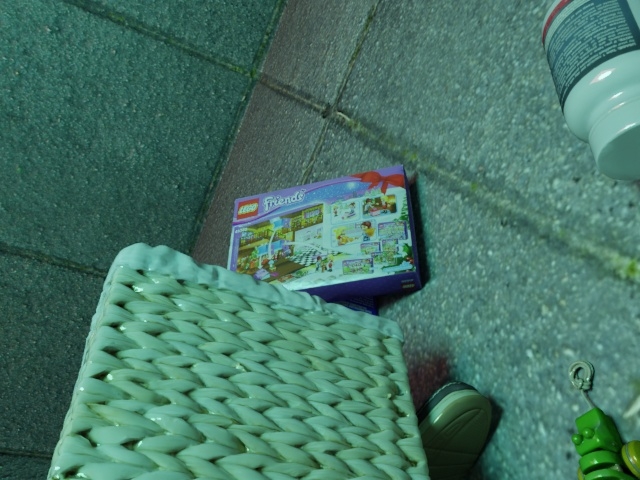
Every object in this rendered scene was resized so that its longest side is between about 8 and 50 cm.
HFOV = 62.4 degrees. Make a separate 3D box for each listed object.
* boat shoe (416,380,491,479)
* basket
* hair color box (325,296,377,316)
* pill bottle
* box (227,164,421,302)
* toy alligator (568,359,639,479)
[{"bbox_3d":[0.092,0.263,0.610,0.285,0.103,0.092,-69,27,24],"label":"boat shoe"},{"bbox_3d":[-0.105,0.236,0.537,0.266,0.331,0.328,-97,30,-57],"label":"basket"},{"bbox_3d":[0.004,0.150,0.878,0.185,0.110,0.338,-45,34,44],"label":"hair color box"},{"bbox_3d":[0.274,-0.150,0.484,0.108,0.108,0.180,-43,36,49],"label":"pill bottle"},{"bbox_3d":[0.000,0.000,0.827,0.293,0.057,0.201,-10,54,15],"label":"box"},{"bbox_3d":[0.228,0.176,0.425,0.056,0.051,0.189,-53,30,37],"label":"toy alligator"}]
